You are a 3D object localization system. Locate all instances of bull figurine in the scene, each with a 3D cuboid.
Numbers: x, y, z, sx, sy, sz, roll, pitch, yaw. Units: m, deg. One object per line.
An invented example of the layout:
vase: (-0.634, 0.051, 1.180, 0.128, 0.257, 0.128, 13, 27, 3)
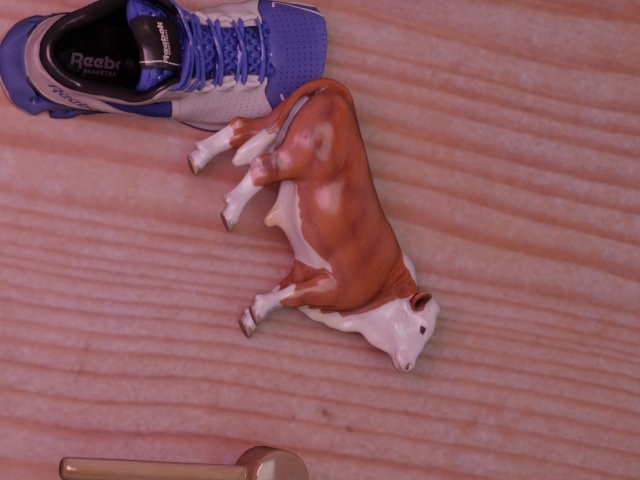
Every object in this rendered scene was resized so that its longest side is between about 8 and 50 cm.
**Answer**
bull figurine: (0.000, 0.000, 1.791, 0.188, 0.101, 0.310, -23, 107, -15)

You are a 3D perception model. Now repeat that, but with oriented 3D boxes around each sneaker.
sneaker: (-0.133, -0.167, 1.718, 0.315, 0.182, 0.127, -4, 92, -19)

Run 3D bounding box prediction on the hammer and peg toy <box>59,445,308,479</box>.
hammer and peg toy: (-0.160, 0.350, 1.729, 0.266, 0.127, 0.361, 18, 83, -16)
